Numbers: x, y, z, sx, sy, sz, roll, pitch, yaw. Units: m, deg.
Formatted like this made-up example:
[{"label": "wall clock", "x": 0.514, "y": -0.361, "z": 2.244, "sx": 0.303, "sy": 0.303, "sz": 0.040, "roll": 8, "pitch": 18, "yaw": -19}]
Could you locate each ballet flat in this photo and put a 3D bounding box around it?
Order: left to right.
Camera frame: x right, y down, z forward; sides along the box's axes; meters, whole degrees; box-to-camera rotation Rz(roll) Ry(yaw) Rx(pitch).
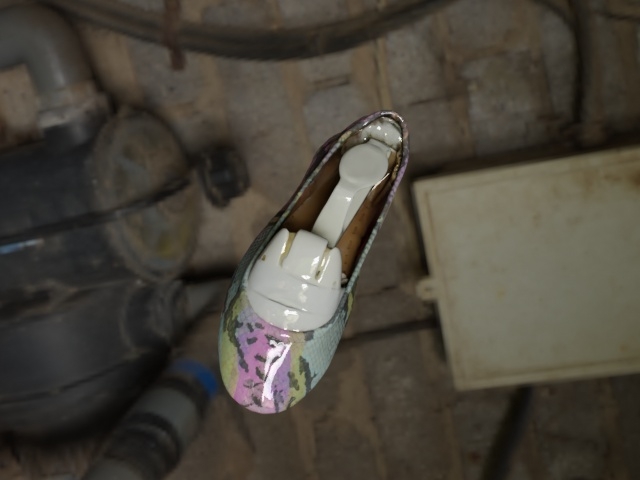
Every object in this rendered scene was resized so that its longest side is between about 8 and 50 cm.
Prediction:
[{"label": "ballet flat", "x": 0.000, "y": 0.000, "z": 0.777, "sx": 0.221, "sy": 0.077, "sz": 0.079, "roll": -63, "pitch": 179, "yaw": -34}]
